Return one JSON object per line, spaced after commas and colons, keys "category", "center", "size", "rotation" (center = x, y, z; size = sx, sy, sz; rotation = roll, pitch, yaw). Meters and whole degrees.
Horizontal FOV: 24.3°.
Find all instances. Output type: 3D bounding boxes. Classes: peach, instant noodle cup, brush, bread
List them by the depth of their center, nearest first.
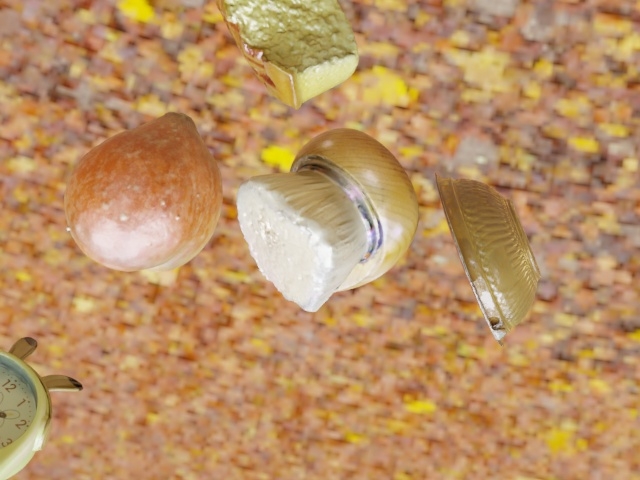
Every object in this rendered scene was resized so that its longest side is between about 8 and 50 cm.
{"category": "bread", "center": [-0.033, -0.177, 1.181], "size": [0.086, 0.156, 0.125], "rotation": [-26, 171, -7]}
{"category": "brush", "center": [0.000, 0.000, 1.775], "size": [0.174, 0.166, 0.267], "rotation": [42, 149, 19]}
{"category": "peach", "center": [-0.232, -0.069, 1.995], "size": [0.232, 0.233, 0.232], "rotation": [11, 157, 5]}
{"category": "instant noodle cup", "center": [0.254, 0.013, 2.134], "size": [0.090, 0.274, 0.274], "rotation": [-21, 148, 10]}

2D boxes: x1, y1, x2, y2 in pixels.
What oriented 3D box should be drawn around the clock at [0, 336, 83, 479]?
{"category": "clock", "center": [-0.370, 0.188, 1.620], "size": [0.170, 0.232, 0.069], "rotation": [38, 142, 19]}
